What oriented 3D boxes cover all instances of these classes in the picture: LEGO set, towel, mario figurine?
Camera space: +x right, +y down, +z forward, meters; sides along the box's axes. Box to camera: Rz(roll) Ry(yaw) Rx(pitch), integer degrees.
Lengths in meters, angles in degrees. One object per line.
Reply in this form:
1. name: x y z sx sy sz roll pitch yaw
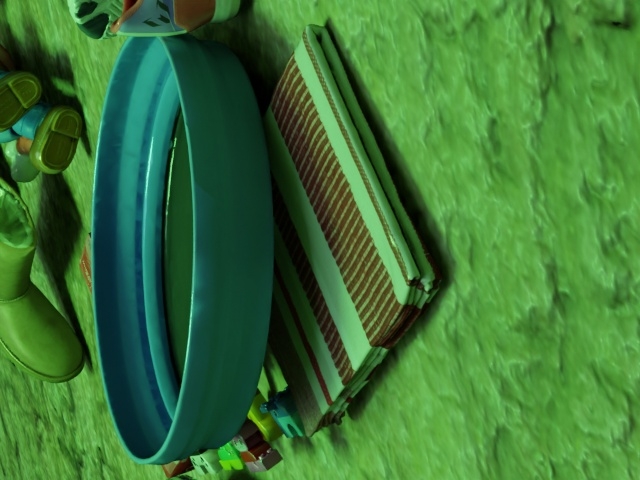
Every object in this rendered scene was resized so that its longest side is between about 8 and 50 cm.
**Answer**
1. LEGO set: -0.078 0.160 1.764 0.093 0.087 0.227 57 159 -4
2. towel: 0.000 0.000 1.528 0.237 0.037 0.329 66 156 19
3. mario figurine: -0.407 -0.139 2.223 0.320 0.170 0.198 22 129 61

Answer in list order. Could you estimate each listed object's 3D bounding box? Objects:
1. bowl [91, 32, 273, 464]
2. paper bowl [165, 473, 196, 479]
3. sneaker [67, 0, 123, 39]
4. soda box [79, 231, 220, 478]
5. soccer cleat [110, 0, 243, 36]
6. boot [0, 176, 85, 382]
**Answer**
1. bowl: -0.128 0.004 1.648 0.391 0.077 0.391 180 90 -71
2. paper bowl: -0.114 0.385 1.955 0.284 0.148 0.284 51 151 43
3. sneaker: -0.223 -0.317 1.732 0.153 0.094 0.235 42 144 54
4. soda box: -0.167 0.109 1.952 0.263 0.083 0.092 65 158 16
5. soccer cleat: -0.162 -0.325 1.543 0.108 0.116 0.318 -14 94 69
6. boot: -0.382 0.051 2.336 0.236 0.089 0.269 43 155 8
